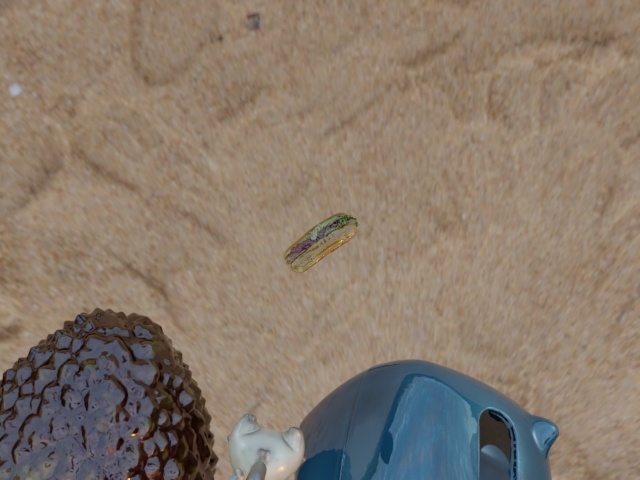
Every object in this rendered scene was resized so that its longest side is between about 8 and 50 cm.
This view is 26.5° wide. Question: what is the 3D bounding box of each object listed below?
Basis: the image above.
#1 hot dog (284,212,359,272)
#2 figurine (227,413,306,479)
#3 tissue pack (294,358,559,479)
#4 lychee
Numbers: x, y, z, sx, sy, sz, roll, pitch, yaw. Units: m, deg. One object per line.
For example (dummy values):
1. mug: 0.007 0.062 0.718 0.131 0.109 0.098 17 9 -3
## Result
1. hot dog: 0.000 0.000 1.345 0.083 0.021 0.037 -38 54 2
2. figurine: -0.038 0.139 0.781 0.047 0.083 0.050 18 53 8
3. tissue pack: 0.087 0.245 1.131 0.198 0.206 0.287 33 44 -28
4. lychee: -0.202 0.189 1.204 0.236 0.236 0.271 23 109 9
